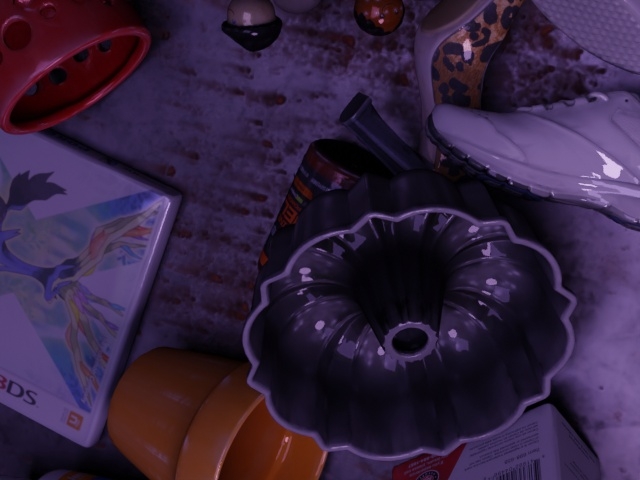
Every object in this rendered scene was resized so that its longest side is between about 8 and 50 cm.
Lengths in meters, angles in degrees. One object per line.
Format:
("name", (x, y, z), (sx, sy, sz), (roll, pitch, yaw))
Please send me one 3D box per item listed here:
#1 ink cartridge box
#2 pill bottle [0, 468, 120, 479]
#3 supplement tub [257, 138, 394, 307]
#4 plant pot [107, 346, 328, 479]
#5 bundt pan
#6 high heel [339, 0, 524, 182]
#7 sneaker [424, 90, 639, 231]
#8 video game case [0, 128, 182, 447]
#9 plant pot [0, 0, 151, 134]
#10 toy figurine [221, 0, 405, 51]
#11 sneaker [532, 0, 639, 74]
("ink cartridge box", (0.179, 0.325, 1.690), (0.197, 0.273, 0.114), (-26, 125, 24))
("pill bottle", (-0.256, 0.344, 1.932), (0.272, 0.152, 0.152), (9, 104, 19))
("supplement tub", (0.000, 0.000, 1.787), (0.106, 0.106, 0.198), (29, 110, 13))
("plant pot", (-0.120, 0.205, 1.840), (0.188, 0.205, 0.205), (23, 109, 32))
("bundt pan", (0.082, 0.062, 1.689), (0.330, 0.124, 0.331), (-3, 128, -4))
("high heel", (0.168, -0.151, 1.727), (0.261, 0.093, 0.186), (-45, 113, 6))
("sneaker", (0.248, -0.093, 1.665), (0.297, 0.111, 0.129), (14, 90, -6))
("video game case", (-0.340, 0.033, 1.961), (0.300, 0.036, 0.329), (25, 109, 14))
("plant pot", (-0.301, -0.235, 1.811), (0.191, 0.191, 0.174), (-36, 80, 23))
("toy figurine", (0.012, -0.276, 1.670), (0.209, 0.213, 0.148), (1, 111, 18))
("sneaker", (0.240, -0.323, 1.618), (0.366, 0.135, 0.150), (46, 73, -13))
